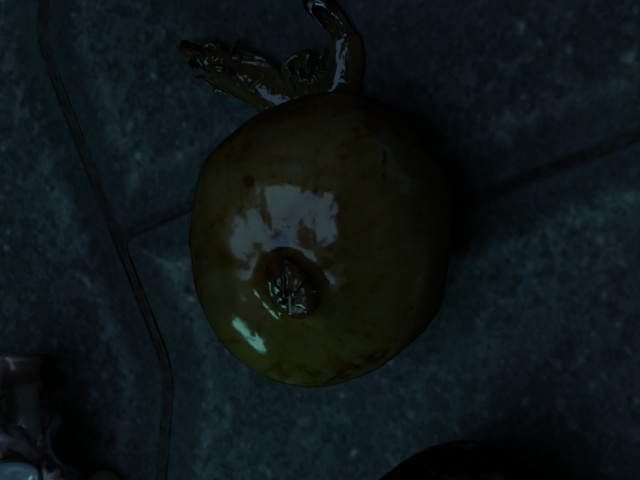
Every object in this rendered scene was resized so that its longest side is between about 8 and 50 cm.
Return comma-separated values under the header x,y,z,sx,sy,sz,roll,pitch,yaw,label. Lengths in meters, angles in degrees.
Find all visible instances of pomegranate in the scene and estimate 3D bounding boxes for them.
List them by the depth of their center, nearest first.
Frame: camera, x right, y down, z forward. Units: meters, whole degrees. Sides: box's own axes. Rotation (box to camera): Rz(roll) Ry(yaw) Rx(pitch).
x,y,z,sx,sy,sz,roll,pitch,yaw,label
0.000,0.000,1.555,0.248,0.248,0.248,6,103,28,pomegranate

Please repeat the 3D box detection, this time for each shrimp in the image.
x,y,z,sx,sy,sz,roll,pitch,yaw,label
-0.041,-0.171,1.657,0.178,0.034,0.124,29,110,20,shrimp

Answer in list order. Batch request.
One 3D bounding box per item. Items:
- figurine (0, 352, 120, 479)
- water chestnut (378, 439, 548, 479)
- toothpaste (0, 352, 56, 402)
x,y,z,sx,sy,sz,roll,pitch,yaw,label
-0.292,0.242,1.805,0.200,0.133,0.276,-5,115,-2,figurine
0.109,0.305,1.536,0.289,0.244,0.289,-11,75,46,water chestnut
-0.361,0.171,1.904,0.239,0.039,0.062,-26,75,31,toothpaste
